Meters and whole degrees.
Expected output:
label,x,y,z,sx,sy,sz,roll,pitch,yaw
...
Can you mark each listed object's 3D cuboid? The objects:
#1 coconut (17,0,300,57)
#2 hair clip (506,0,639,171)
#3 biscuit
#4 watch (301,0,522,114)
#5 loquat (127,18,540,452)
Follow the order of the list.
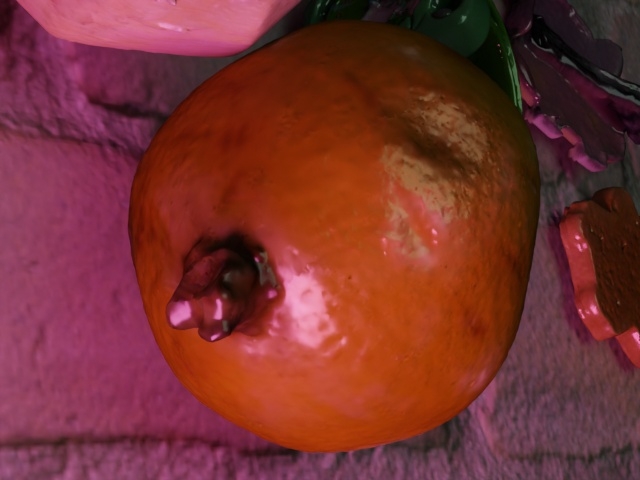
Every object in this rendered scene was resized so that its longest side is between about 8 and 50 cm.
label,x,y,z,sx,sy,sz,roll,pitch,yaw
coconut,-0.066,-0.195,0.805,0.237,0.197,0.237,6,68,-15
hair clip,0.195,-0.118,1.234,0.187,0.056,0.146,26,50,-27
biscuit,0.229,0.025,1.220,0.184,0.027,0.133,-11,81,-54
watch,0.072,-0.114,1.024,0.152,0.131,0.165,47,40,-41
loquat,0.000,0.000,0.805,0.246,0.213,0.213,-26,94,-61
